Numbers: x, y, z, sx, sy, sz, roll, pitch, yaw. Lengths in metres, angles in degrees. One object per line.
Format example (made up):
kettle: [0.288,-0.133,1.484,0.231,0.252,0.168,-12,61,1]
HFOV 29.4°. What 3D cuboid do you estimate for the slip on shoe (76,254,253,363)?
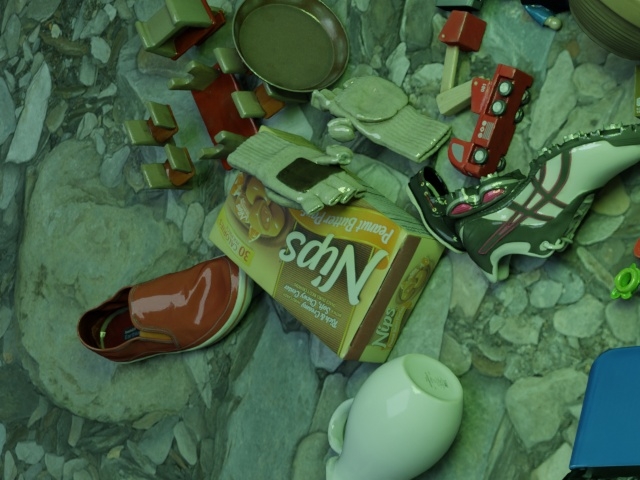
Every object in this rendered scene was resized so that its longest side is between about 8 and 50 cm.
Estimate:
slip on shoe: [-0.227,0.102,1.771,0.331,0.101,0.123,-21,64,35]

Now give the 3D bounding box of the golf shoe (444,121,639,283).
golf shoe: [0.273,-0.048,1.384,0.273,0.105,0.120,-28,78,39]

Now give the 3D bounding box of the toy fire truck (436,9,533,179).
toy fire truck: [0.189,-0.179,1.508,0.135,0.047,0.192,24,96,43]

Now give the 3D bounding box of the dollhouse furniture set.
dollhouse furniture set: [-0.160,-0.231,1.802,0.262,0.135,0.259,-34,70,31]

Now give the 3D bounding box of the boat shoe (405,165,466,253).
boat shoe: [0.149,-0.038,1.507,0.042,0.049,0.133,-53,46,29]

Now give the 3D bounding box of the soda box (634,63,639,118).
soda box: [0.427,-0.164,1.287,0.181,0.058,0.061,-5,77,40]

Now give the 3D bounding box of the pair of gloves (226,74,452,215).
pair of gloves: [0.022,-0.130,1.563,0.240,0.042,0.204,-34,46,-18]

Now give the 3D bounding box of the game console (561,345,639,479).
game console: [0.410,0.244,1.224,0.293,0.173,0.250,-11,104,40]

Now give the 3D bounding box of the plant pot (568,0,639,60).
plant pot: [0.341,-0.270,1.295,0.109,0.237,0.237,-58,45,45]

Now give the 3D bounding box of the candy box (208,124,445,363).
candy box: [0.000,0.000,1.600,0.316,0.087,0.183,39,110,40]

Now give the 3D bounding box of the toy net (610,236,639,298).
toy net: [0.407,-0.006,1.281,0.232,0.045,0.122,-56,29,13]

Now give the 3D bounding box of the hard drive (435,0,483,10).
hard drive: [0.195,-0.358,1.542,0.094,0.022,0.135,24,96,66]

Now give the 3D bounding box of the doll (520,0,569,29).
doll: [0.290,-0.317,1.452,0.189,0.046,0.129,4,94,42]

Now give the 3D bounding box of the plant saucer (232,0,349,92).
plant saucer: [-0.043,-0.271,1.675,0.029,0.168,0.168,129,135,-58]

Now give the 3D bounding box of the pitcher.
pitcher: [0.076,0.220,1.473,0.207,0.125,0.177,-59,33,28]
